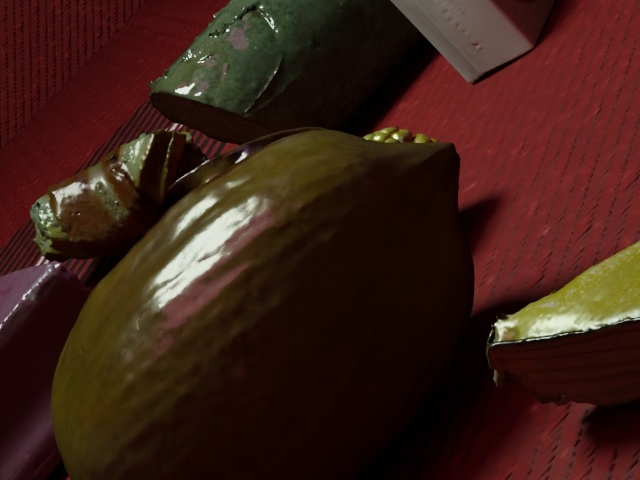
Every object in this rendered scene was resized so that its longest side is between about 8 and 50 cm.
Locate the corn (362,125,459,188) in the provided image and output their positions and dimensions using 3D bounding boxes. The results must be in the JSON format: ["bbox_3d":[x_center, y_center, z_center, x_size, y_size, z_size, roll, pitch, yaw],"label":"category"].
[{"bbox_3d":[0.000,0.000,1.204,0.244,0.093,0.093,-32,20,46],"label":"corn"}]

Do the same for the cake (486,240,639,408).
[{"bbox_3d":[0.169,0.047,0.773,0.185,0.080,0.116,-31,32,12],"label":"cake"}]

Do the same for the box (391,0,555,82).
[{"bbox_3d":[0.134,-0.245,1.392,0.081,0.135,0.199,-27,25,44],"label":"box"}]

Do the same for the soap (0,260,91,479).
[{"bbox_3d":[-0.325,0.193,1.455,0.359,0.128,0.233,-53,18,-22],"label":"soap"}]

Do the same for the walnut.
[{"bbox_3d":[-0.023,0.056,0.977,0.298,0.203,0.203,-42,17,4],"label":"walnut"}]

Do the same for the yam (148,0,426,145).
[{"bbox_3d":[-0.003,-0.192,1.540,0.304,0.168,0.168,-50,18,-15],"label":"yam"}]

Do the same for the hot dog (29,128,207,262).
[{"bbox_3d":[-0.214,-0.042,1.808,0.213,0.103,0.146,-30,-1,16],"label":"hot dog"}]
